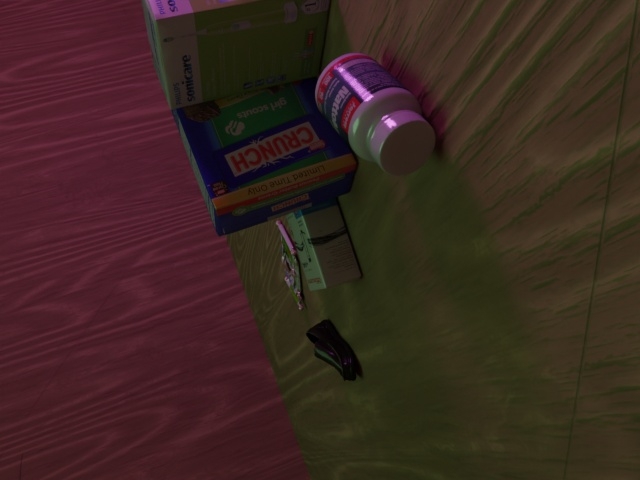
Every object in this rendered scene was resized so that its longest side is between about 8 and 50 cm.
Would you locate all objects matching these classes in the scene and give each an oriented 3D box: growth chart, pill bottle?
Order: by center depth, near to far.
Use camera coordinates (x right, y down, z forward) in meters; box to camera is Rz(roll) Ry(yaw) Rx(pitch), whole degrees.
[{"bbox_3d":[0.074,-0.168,0.842,0.180,0.108,0.108,-123,22,-44],"label":"pill bottle"},{"bbox_3d":[-0.091,0.070,1.859,0.172,0.021,0.237,-125,23,-50],"label":"growth chart"}]

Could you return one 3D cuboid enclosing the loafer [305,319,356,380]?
[{"bbox_3d":[0.024,0.285,1.577,0.220,0.078,0.080,-133,29,-58],"label":"loafer"}]

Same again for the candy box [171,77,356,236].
[{"bbox_3d":[-0.120,-0.202,1.179,0.122,0.268,0.317,99,149,-66],"label":"candy box"}]

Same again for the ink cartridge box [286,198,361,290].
[{"bbox_3d":[0.000,0.000,1.330,0.148,0.086,0.203,153,100,-75],"label":"ink cartridge box"}]

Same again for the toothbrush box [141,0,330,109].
[{"bbox_3d":[-0.142,-0.358,1.054,0.206,0.283,0.122,101,147,-62],"label":"toothbrush box"}]
